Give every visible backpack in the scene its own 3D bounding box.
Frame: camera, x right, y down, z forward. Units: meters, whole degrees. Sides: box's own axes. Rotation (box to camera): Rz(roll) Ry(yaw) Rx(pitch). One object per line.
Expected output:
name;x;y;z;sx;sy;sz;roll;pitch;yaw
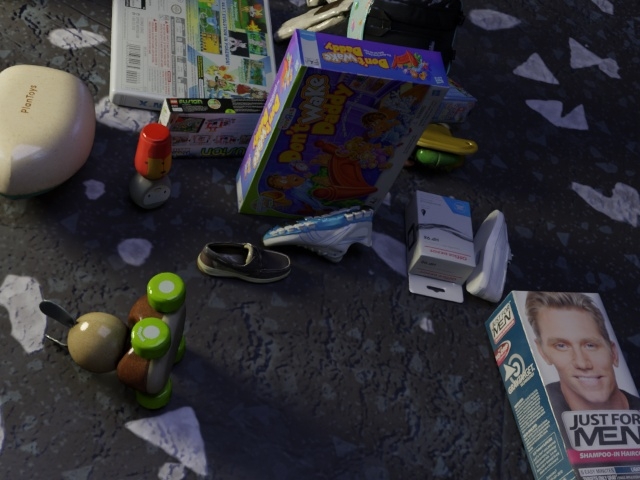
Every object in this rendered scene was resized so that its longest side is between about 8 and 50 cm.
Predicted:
backpack;0.141;-0.384;1.820;0.188;0.166;0.144;2;22;-29

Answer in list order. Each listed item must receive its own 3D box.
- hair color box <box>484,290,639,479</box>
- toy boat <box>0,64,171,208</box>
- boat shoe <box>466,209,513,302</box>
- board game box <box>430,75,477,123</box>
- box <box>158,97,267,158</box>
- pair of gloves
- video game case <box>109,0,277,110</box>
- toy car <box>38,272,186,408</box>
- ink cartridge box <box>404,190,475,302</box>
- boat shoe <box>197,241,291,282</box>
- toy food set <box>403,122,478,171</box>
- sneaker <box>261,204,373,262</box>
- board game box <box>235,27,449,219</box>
hair color box;0.398;0.249;1.587;0.174;0.105;0.347;3;52;-22
toy boat;-0.383;-0.138;1.556;0.318;0.148;0.267;13;45;-3
boat shoe;0.302;0.028;1.752;0.063;0.066;0.184;32;44;-16
board game box;0.162;-0.286;1.895;0.194;0.060;0.194;44;36;25
box;-0.167;-0.186;1.686;0.207;0.114;0.036;-3;55;-26
pair of gloves;0.033;-0.469;1.954;0.240;0.204;0.042;-51;124;-41
video game case;-0.229;-0.353;1.844;0.300;0.036;0.329;7;51;-18
toy car;-0.286;0.126;1.379;0.188;0.155;0.149;11;49;1
ink cartridge box;0.204;0.009;1.723;0.104;0.060;0.180;12;50;-14
boat shoe;-0.114;0.031;1.579;0.152;0.049;0.056;2;53;-22
toy food set;0.178;-0.172;1.859;0.218;0.071;0.128;11;27;-17
sneaker;0.000;0.000;1.645;0.190;0.083;0.071;-10;13;-10
board game box;0.023;-0.164;1.593;0.233;0.347;0.078;5;53;-18
